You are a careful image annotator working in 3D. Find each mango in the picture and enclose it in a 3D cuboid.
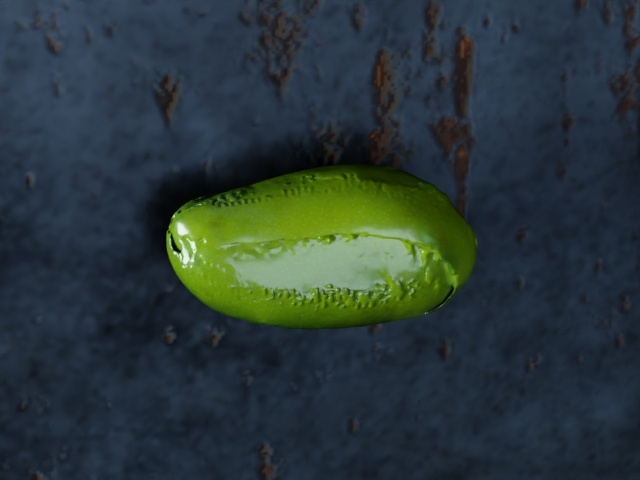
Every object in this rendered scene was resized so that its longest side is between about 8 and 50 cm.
[{"bbox_3d":[0.000,0.000,0.981,0.165,0.074,0.091,5,118,-12],"label":"mango"}]
